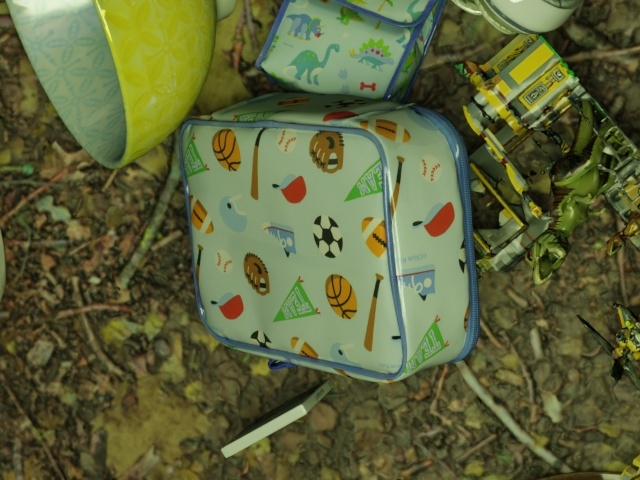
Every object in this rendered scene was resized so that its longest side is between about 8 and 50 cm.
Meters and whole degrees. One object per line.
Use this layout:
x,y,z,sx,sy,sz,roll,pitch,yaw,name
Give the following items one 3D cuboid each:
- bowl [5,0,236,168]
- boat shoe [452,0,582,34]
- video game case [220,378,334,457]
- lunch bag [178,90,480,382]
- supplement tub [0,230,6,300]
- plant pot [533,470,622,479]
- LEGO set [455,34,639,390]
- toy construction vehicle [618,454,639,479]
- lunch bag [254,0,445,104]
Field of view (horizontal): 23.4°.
-0.168,-0.224,1.357,0.156,0.289,0.289,-25,91,-20,bowl
0.143,-0.230,1.263,0.109,0.302,0.094,36,116,-17,boat shoe
-0.037,0.161,1.414,0.087,0.122,0.011,-30,89,13,video game case
0.000,0.000,1.328,0.303,0.115,0.243,9,112,50,lunch bag
-0.453,0.028,1.452,0.272,0.191,0.191,-19,92,13,supplement tub
0.249,0.354,1.351,0.215,0.215,0.230,3,112,12,plant pot
0.202,0.001,1.285,0.192,0.255,0.331,-41,85,10,LEGO set
0.301,0.171,1.360,0.035,0.086,0.098,38,127,21,toy construction vehicle
0.032,-0.191,1.382,0.129,0.096,0.151,25,86,11,lunch bag
